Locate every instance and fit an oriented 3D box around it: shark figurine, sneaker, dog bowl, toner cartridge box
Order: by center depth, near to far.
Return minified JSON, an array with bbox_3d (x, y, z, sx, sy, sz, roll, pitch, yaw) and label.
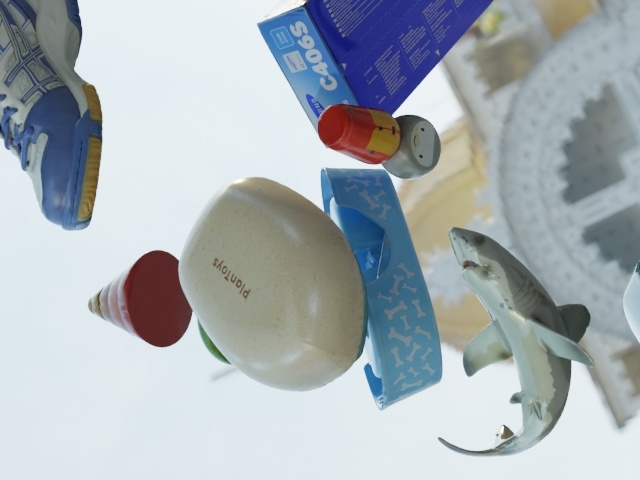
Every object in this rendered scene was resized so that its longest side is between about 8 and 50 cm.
[{"bbox_3d":[-0.273,-0.122,1.465,0.131,0.112,0.296,1,-135,-23],"label":"sneaker"},{"bbox_3d":[0.204,0.113,1.512,0.116,0.166,0.278,-38,-43,-36],"label":"shark figurine"},{"bbox_3d":[0.067,0.045,1.818,0.166,0.074,0.297,86,171,-54],"label":"dog bowl"},{"bbox_3d":[0.074,-0.266,1.873,0.165,0.075,0.348,59,-137,-18],"label":"toner cartridge box"}]

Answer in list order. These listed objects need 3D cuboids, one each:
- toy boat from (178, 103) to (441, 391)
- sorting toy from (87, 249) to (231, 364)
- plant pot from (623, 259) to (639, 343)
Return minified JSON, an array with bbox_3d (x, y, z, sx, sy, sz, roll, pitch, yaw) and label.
[{"bbox_3d":[0.000,0.000,1.694,0.148,0.318,0.267,12,-152,-45],"label":"toy boat"},{"bbox_3d":[-0.170,0.100,2.161,0.365,0.126,0.127,17,-109,-51],"label":"sorting toy"},{"bbox_3d":[0.392,0.084,1.574,0.166,0.165,0.234,62,173,13],"label":"plant pot"}]
